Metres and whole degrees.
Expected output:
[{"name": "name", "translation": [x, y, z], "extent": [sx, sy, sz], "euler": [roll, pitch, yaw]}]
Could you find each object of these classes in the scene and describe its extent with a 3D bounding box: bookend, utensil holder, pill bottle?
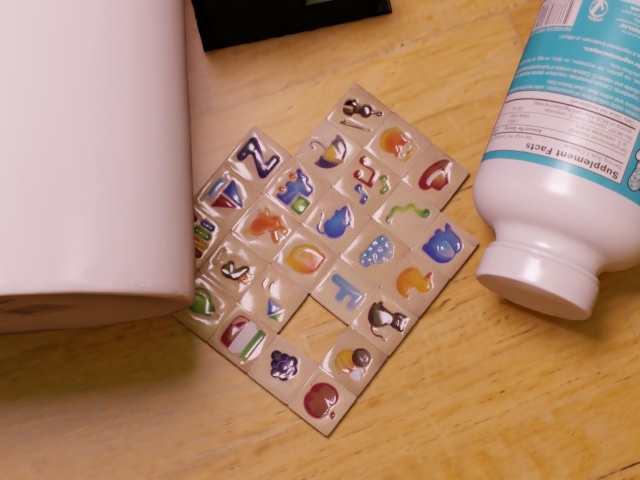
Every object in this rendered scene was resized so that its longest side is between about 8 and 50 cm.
[{"name": "bookend", "translation": [-0.020, -0.212, 1.400], "extent": [0.156, 0.157, 0.072], "euler": [-13, 82, -6]}, {"name": "utensil holder", "translation": [-0.250, -0.135, 1.286], "extent": [0.328, 0.327, 0.385], "euler": [-3, 82, -5]}, {"name": "pill bottle", "translation": [0.206, -0.077, 1.403], "extent": [0.146, 0.146, 0.264], "euler": [22, 80, -1]}]

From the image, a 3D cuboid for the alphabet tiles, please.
[{"name": "alphabet tiles", "translation": [0.000, 0.000, 1.443], "extent": [0.198, 0.009, 0.237], "euler": [38, 79, 2]}]
